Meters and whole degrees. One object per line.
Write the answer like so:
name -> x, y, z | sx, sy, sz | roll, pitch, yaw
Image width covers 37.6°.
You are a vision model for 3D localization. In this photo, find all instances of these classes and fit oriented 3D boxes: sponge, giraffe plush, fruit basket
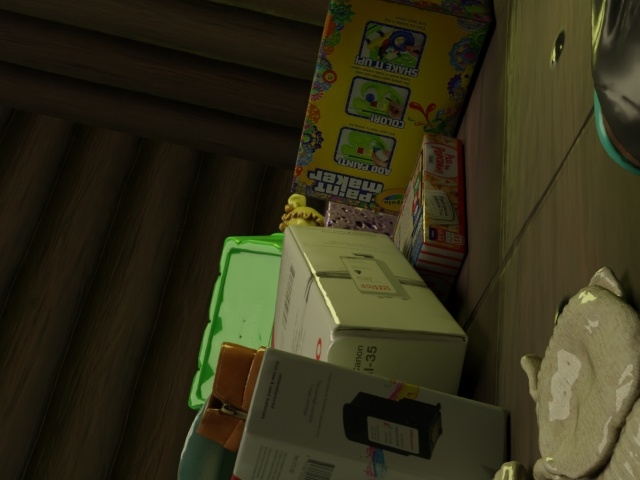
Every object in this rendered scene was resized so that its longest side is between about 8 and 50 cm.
sponge -> 0.058, 0.022, 1.213 | 0.210, 0.117, 0.031 | -83, 8, -60
giraffe plush -> 0.000, 0.000, 1.851 | 0.181, 0.171, 0.210 | -82, 6, -59
fruit basket -> -0.031, 0.175, 1.634 | 0.392, 0.283, 0.392 | -10, -76, -49

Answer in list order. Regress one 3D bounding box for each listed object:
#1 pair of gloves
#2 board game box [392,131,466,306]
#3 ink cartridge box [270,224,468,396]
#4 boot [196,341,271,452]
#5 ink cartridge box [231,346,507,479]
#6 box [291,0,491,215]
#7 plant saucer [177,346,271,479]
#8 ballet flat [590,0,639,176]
pair of gloves -> 0.112, 0.143, 0.464 | 0.204, 0.042, 0.240 | -82, 6, -58
board game box -> 0.111, -0.001, 1.002 | 0.193, 0.045, 0.146 | -82, 5, -50
ink cartridge box -> 0.027, 0.125, 0.876 | 0.283, 0.117, 0.207 | -119, 35, -70
boot -> -0.042, 0.259, 1.121 | 0.109, 0.220, 0.283 | -86, 9, -67
ink cartridge box -> 0.030, 0.158, 0.665 | 0.127, 0.175, 0.072 | 107, 178, -48
box -> 0.087, -0.231, 1.186 | 0.290, 0.177, 0.279 | -81, 4, -52
plant saucer -> -0.062, 0.303, 1.339 | 0.044, 0.318, 0.317 | 18, 98, 43
ballet flat -> 0.163, -0.158, 0.406 | 0.096, 0.095, 0.280 | 127, 146, -59
